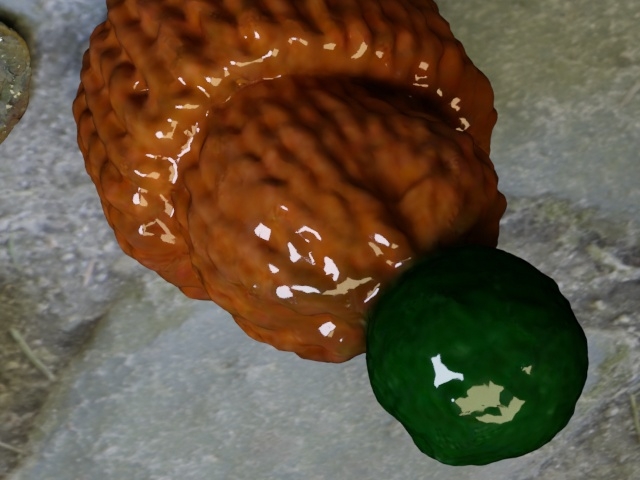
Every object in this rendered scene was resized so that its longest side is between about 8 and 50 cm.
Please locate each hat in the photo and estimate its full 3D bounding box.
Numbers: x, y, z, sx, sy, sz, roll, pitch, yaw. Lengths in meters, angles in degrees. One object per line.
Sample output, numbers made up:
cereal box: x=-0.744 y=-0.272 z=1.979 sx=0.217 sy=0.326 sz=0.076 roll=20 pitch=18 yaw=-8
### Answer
hat: x=0.000 y=0.000 z=1.179 sx=0.285 sy=0.400 sz=0.285 roll=-12 pitch=141 yaw=-10

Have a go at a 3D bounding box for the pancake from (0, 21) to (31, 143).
pancake: x=-0.273 y=-0.104 z=1.221 sx=0.158 sy=0.028 sz=0.158 roll=-14 pitch=136 yaw=-14
